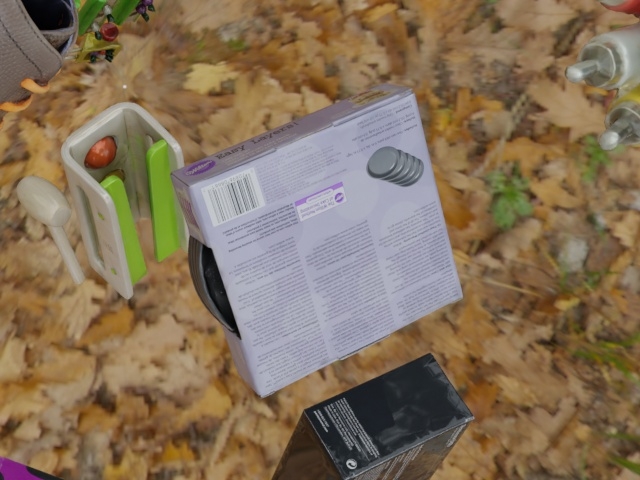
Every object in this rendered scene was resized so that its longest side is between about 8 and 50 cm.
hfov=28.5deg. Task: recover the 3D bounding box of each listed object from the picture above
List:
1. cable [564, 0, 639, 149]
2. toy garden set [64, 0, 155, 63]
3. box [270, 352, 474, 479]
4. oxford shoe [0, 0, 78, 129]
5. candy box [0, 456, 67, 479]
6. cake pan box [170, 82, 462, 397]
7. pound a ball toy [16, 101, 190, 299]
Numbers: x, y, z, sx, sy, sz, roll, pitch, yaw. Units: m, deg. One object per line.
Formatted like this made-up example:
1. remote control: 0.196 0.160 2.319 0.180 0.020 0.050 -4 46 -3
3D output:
1. cable: 0.245 -0.138 0.806 0.287 0.072 0.139 -13 98 -51
2. toy garden set: -0.354 -0.283 1.784 0.244 0.204 0.049 -23 84 -34
3. box: 0.050 0.265 1.518 0.184 0.261 0.103 -18 63 -26
4. oxford shoe: -0.177 -0.063 0.537 0.132 0.130 0.364 11 120 -11
5. candy box: -0.236 0.276 1.017 0.159 0.071 0.233 25 136 -20
6. cake pan box: 0.000 0.000 1.281 0.267 0.070 0.246 -26 114 -17
7. pound a ball toy: -0.294 -0.045 1.664 0.208 0.319 0.136 -39 68 -21
